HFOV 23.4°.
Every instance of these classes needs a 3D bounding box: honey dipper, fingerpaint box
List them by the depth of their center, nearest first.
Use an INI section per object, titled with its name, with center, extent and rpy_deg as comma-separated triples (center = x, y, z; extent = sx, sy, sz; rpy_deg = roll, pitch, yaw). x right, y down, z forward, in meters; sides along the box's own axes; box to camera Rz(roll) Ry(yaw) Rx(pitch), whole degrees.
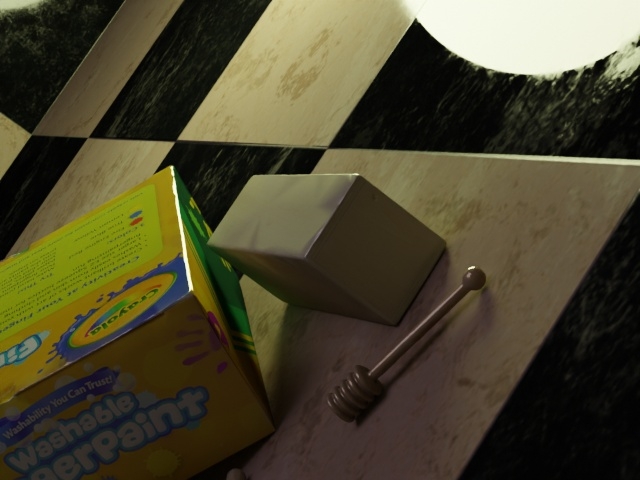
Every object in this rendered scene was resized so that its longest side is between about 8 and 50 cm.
[honey dipper]
center = 0.068, 0.077, 1.191
extent = 0.161, 0.030, 0.030
rpy_deg = -46, 20, 15
[fingerpaint box]
center = -0.286, 0.151, 1.487
extent = 0.444, 0.163, 0.371
rpy_deg = -29, 21, 2

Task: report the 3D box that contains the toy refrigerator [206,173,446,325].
[toy refrigerator]
center = 0.000, 0.000, 1.372
extent = 0.094, 0.102, 0.269
rpy_deg = -57, 18, -11

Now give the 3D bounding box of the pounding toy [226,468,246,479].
[pounding toy]
center = -0.153, 0.301, 1.257
extent = 0.236, 0.110, 0.183
rpy_deg = -22, 11, 4
